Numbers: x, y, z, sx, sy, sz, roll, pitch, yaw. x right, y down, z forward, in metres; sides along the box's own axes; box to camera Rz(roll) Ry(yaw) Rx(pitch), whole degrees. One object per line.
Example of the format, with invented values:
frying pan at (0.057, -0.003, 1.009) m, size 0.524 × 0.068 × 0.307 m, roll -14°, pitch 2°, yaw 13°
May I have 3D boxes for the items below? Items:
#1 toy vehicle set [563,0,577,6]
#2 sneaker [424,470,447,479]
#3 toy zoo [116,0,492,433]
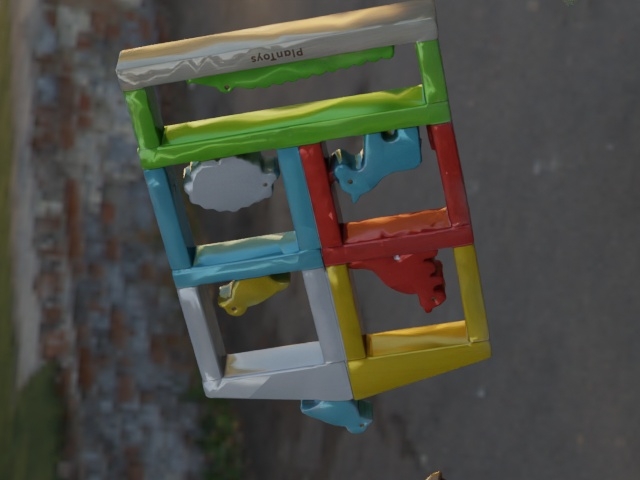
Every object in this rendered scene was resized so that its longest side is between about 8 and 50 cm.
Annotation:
toy vehicle set at (0.303, -0.309, 1.375) m, size 0.267 × 0.035 × 0.166 m, roll -45°, pitch 3°, yaw -26°
sneaker at (0.172, 0.268, 1.359) m, size 0.290 × 0.106 × 0.123 m, roll 25°, pitch 73°, yaw 35°
toy zoo at (0.000, 0.000, 1.070) m, size 0.030 × 0.192 × 0.293 m, roll -89°, pitch -12°, yaw -57°
